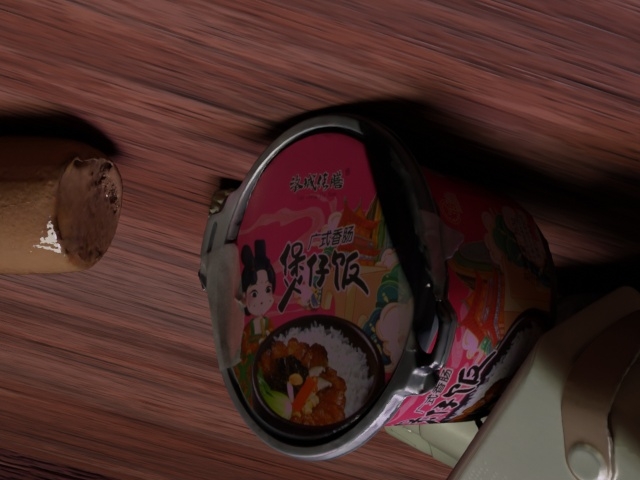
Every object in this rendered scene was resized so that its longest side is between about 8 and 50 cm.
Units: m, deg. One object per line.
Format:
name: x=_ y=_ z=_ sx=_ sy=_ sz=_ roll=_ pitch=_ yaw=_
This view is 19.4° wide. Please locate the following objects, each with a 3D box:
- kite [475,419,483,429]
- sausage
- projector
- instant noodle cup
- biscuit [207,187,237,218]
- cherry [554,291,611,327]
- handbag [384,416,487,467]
kite: x=0.159 y=0.150 z=1.745 sx=0.141 sy=0.245 sz=0.015 roll=11 pitch=130 yaw=-38
sausage: x=-0.284 y=-0.031 z=1.609 sx=0.252 sy=0.123 sz=0.123 roll=3 pitch=161 yaw=34
projector: x=0.217 y=0.166 z=1.388 sx=0.177 sy=0.163 sz=0.242 roll=43 pitch=130 yaw=19
instant noodle cup: x=0.062 y=0.041 z=1.429 sx=0.181 sy=0.258 sz=0.302 roll=7 pitch=-159 yaw=-38
biscuit: x=0.000 y=0.000 z=1.645 sx=0.199 sy=0.041 sz=0.121 roll=13 pitch=167 yaw=1
cherry: x=0.275 y=0.154 z=1.619 sx=0.296 sy=0.218 sz=0.255 roll=6 pitch=-169 yaw=-35
handbag: x=0.145 y=0.197 z=2.165 sx=0.315 sy=0.109 sz=0.241 roll=22 pitch=166 yaw=18
